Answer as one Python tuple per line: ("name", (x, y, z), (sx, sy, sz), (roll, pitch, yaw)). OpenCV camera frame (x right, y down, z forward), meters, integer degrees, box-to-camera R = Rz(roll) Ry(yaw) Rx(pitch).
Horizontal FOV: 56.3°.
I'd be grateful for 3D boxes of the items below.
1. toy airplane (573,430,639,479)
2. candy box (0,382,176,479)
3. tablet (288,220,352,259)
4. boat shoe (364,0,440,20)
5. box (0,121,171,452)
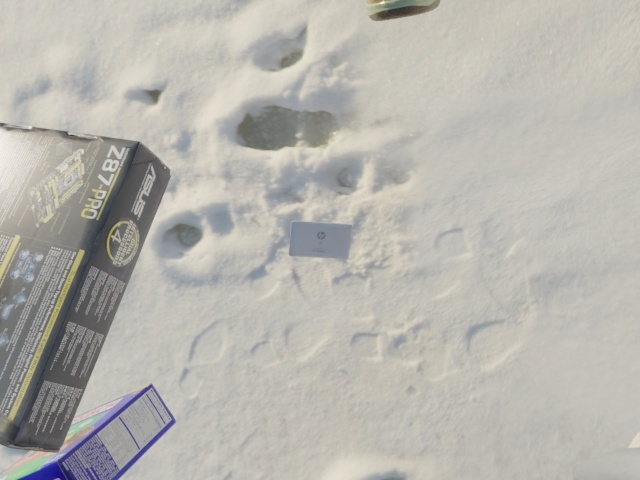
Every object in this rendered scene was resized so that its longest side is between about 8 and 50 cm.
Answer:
("toy airplane", (0.203, 0.328, 0.458), (0.384, 0.386, 0.273), (-20, 123, 11))
("candy box", (-0.509, 0.459, 1.271), (0.268, 0.317, 0.122), (-26, 94, 22))
("tablet", (0.000, 0.000, 0.810), (0.083, 0.006, 0.054), (3, 117, -7))
("boat shoe", (0.076, -0.254, 0.552), (0.068, 0.190, 0.072), (-1, 121, 12))
("box", (-0.414, 0.038, 0.796), (0.318, 0.097, 0.395), (9, 71, 22))
